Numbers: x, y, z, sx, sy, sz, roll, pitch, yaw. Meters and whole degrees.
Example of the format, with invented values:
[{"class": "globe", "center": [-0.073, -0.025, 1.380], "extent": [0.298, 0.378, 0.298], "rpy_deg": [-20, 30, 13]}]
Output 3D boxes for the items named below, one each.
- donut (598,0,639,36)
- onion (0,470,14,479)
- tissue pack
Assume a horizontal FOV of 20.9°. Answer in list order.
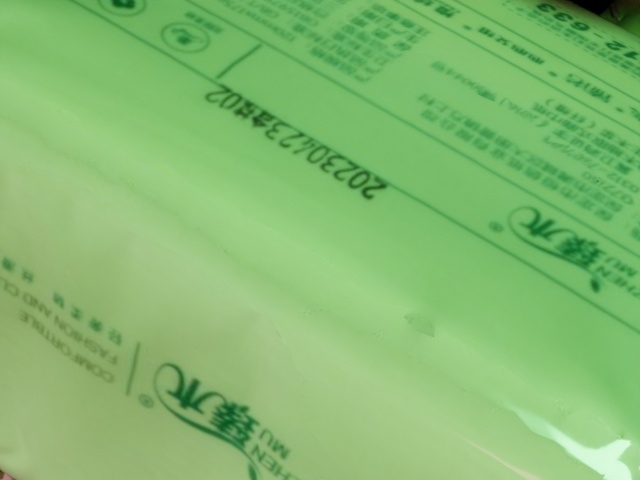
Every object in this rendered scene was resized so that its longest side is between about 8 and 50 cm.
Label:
[{"class": "donut", "center": [0.198, -0.051, 0.841], "extent": [0.175, 0.068, 0.174], "rpy_deg": [9, 124, 13]}, {"class": "onion", "center": [-0.074, 0.109, 0.914], "extent": [0.272, 0.272, 0.195], "rpy_deg": [15, 128, 8]}, {"class": "tissue pack", "center": [0.000, 0.000, 0.748], "extent": [0.380, 0.297, 0.207], "rpy_deg": [32, 130, 18]}]
